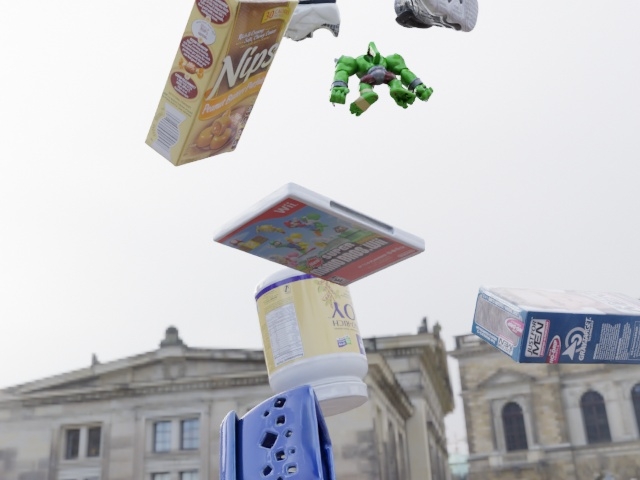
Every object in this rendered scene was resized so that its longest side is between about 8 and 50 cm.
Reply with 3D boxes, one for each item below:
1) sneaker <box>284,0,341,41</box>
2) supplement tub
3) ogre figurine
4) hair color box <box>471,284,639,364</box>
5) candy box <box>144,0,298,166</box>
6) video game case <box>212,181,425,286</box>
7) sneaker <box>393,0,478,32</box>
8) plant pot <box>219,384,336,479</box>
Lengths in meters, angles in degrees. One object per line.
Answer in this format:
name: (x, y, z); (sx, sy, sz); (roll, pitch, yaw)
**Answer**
sneaker: (-0.075, -0.459, 1.592); (0.234, 0.095, 0.090); (-5, 17, 5)
supplement tub: (-0.021, 0.245, 1.843); (0.240, 0.332, 0.241); (-11, -24, -5)
ogre figurine: (0.106, -0.306, 1.444); (0.197, 0.118, 0.097); (-15, -31, 3)
hair color box: (0.492, 0.164, 1.489); (0.347, 0.105, 0.174); (4, 11, -20)
candy box: (-0.174, -0.293, 1.330); (0.183, 0.087, 0.317); (-29, -28, -57)
video game case: (0.000, 0.000, 1.236); (0.285, 0.025, 0.204); (21, -33, -35)
sneaker: (0.197, -0.486, 1.522); (0.153, 0.101, 0.268); (9, -4, 38)
plant pot: (-0.086, 0.469, 1.562); (0.212, 0.236, 0.236); (-12, -47, 4)
